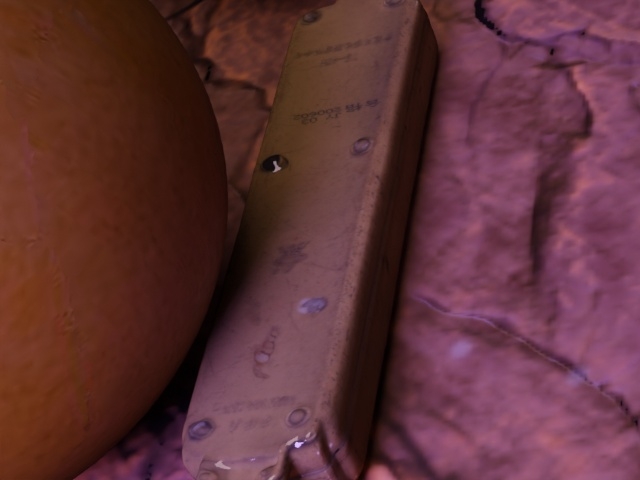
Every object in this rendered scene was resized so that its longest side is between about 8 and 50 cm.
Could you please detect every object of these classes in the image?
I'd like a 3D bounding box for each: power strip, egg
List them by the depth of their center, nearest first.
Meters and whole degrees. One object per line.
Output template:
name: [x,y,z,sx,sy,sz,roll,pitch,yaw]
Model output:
egg: [-0.195,-0.006,0.646,0.322,0.250,0.250,-9,41,-6]
power strip: [0.000,0.000,0.705,0.064,0.044,0.305,-8,43,22]
